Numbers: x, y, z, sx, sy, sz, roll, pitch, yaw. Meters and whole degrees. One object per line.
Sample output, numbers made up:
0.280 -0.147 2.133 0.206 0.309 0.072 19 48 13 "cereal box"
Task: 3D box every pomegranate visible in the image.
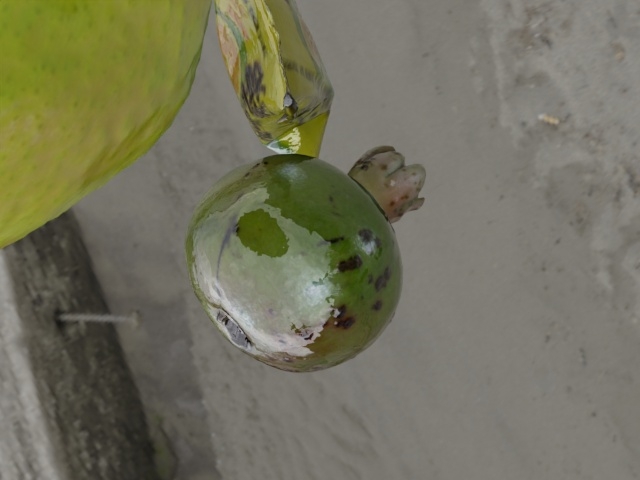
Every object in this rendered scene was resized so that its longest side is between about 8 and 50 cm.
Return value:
-0.014 0.003 0.906 0.179 0.210 0.179 12 130 15 "pomegranate"

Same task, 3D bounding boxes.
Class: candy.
-0.038 -0.150 0.939 0.081 0.297 0.187 -20 81 -3 "candy"

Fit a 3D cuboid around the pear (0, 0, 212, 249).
-0.236 -0.144 0.536 0.391 0.391 0.391 15 118 31 "pear"
